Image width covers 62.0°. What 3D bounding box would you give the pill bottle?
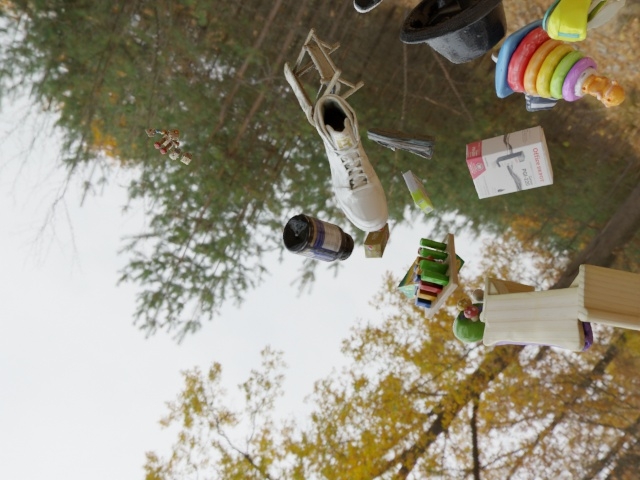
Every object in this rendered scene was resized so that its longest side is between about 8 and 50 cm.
[{"bbox_3d":[0.000,0.000,1.637,0.219,0.123,0.123,17,-160,-45],"label":"pill bottle"}]

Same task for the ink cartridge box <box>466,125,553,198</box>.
[{"bbox_3d":[0.562,-0.228,1.584,0.159,0.217,0.092,59,-149,-34],"label":"ink cartridge box"}]

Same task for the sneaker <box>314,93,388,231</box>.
[{"bbox_3d":[0.056,-0.167,1.133,0.169,0.108,0.293,48,-160,-72],"label":"sneaker"}]

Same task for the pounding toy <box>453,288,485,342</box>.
[{"bbox_3d":[0.559,0.247,1.922,0.183,0.237,0.110,-1,130,56],"label":"pounding toy"}]

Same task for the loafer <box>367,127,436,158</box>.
[{"bbox_3d":[0.299,-0.364,2.009,0.267,0.084,0.096,15,-146,23],"label":"loafer"}]

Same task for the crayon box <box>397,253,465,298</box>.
[{"bbox_3d":[0.439,0.140,2.144,0.081,0.165,0.278,40,160,-9],"label":"crayon box"}]

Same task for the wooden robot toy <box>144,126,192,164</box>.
[{"bbox_3d":[-0.487,-0.326,1.747,0.173,0.079,0.076,43,-146,-17],"label":"wooden robot toy"}]

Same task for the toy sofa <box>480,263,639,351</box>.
[{"bbox_3d":[0.532,0.167,1.220,0.150,0.177,0.362,10,168,-16],"label":"toy sofa"}]

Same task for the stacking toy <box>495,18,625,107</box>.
[{"bbox_3d":[0.589,-0.397,1.275,0.165,0.175,0.302,-31,-131,-21],"label":"stacking toy"}]

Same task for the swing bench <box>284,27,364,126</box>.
[{"bbox_3d":[-0.010,-0.619,2.060,0.165,0.254,0.253,8,-133,-48],"label":"swing bench"}]

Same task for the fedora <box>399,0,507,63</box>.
[{"bbox_3d":[0.372,-0.567,1.399,0.152,0.334,0.334,50,-175,-29],"label":"fedora"}]

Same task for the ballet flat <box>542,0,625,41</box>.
[{"bbox_3d":[0.431,-0.382,0.800,0.077,0.231,0.077,36,169,35],"label":"ballet flat"}]

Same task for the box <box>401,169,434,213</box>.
[{"bbox_3d":[0.393,-0.203,2.156,0.109,0.042,0.178,32,-147,-46],"label":"box"}]

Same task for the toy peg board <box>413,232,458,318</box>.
[{"bbox_3d":[0.268,0.082,1.332,0.079,0.161,0.161,15,-131,-8],"label":"toy peg board"}]

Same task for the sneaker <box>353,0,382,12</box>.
[{"bbox_3d":[0.169,-0.733,1.456,0.079,0.217,0.121,47,-170,4],"label":"sneaker"}]

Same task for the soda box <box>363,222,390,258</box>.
[{"bbox_3d":[0.202,-0.002,1.890,0.061,0.058,0.181,-1,-154,17],"label":"soda box"}]

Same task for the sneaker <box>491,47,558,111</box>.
[{"bbox_3d":[0.717,-0.559,1.871,0.282,0.153,0.099,31,-120,18],"label":"sneaker"}]
